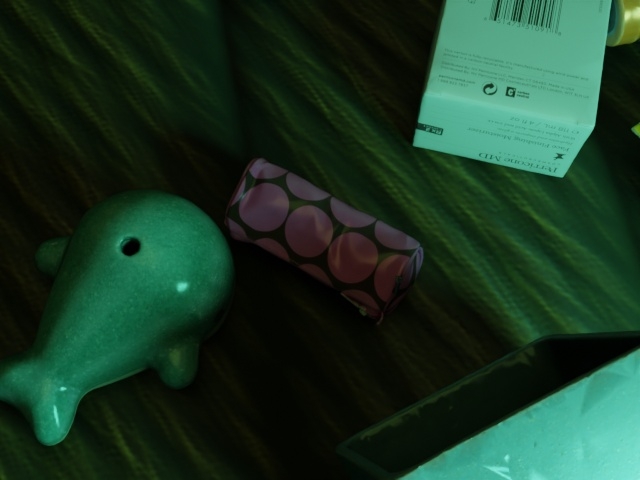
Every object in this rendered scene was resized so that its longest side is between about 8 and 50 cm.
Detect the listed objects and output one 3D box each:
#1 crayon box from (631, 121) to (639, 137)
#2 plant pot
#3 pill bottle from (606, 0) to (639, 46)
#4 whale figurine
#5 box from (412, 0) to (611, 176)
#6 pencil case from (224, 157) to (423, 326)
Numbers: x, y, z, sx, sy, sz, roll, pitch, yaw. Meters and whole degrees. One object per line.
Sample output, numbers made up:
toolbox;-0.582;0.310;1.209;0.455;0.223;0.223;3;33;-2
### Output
crayon box;0.499;-0.035;0.964;0.203;0.083;0.323;-33;72;-13
plant pot;0.192;0.242;0.771;0.247;0.248;0.252;-26;88;-11
pill bottle;0.438;-0.291;1.044;0.246;0.130;0.130;-13;68;-6
whale figurine;-0.208;0.065;0.887;0.216;0.141;0.272;40;73;15
box;0.209;-0.189;1.007;0.181;0.119;0.181;12;69;5
pencil case;0.000;0.000;0.946;0.209;0.095;0.098;29;86;14
